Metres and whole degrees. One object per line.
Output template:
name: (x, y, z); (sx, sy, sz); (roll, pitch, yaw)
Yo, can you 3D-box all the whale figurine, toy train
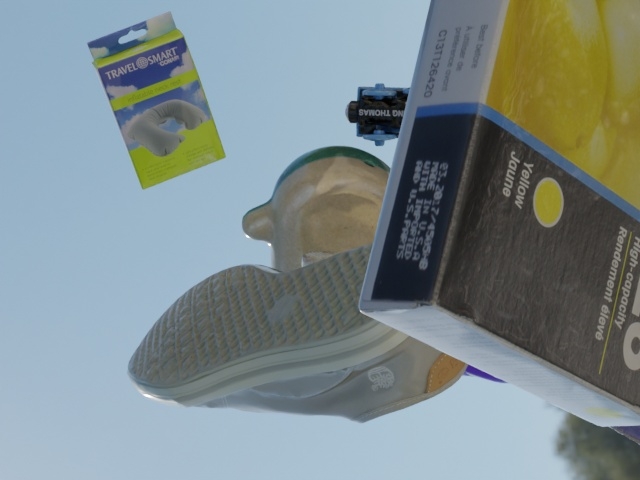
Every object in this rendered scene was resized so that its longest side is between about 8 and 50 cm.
whale figurine: (0.000, 0.000, 1.783); (0.141, 0.216, 0.272); (-95, 28, -55)
toy train: (0.125, -0.157, 1.745); (0.105, 0.184, 0.080); (-36, -53, -77)

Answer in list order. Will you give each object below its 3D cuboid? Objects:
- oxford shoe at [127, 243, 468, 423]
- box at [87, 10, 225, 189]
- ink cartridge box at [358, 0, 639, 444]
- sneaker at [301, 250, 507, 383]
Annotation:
oxford shoe: (-0.032, 0.104, 1.322); (0.130, 0.449, 0.169); (44, -123, -26)
box: (-0.187, -0.160, 1.630); (0.042, 0.109, 0.178); (-129, 19, -63)
ink cartridge box: (0.171, -0.053, 0.855); (0.307, 0.072, 0.303); (26, -110, -40)
sneaker: (0.092, 0.117, 1.492); (0.102, 0.293, 0.146); (-4, -70, -49)
